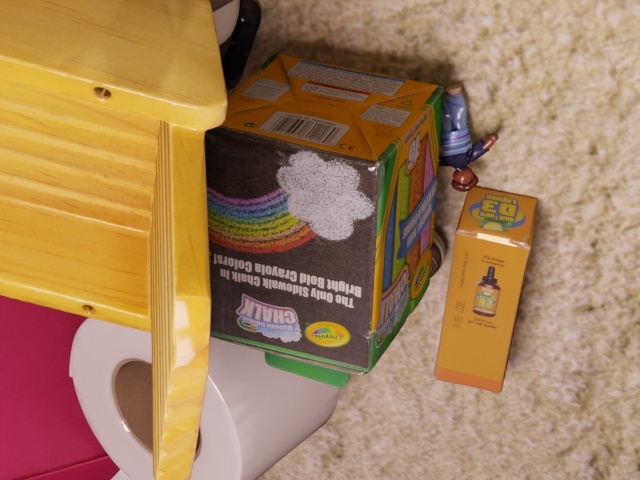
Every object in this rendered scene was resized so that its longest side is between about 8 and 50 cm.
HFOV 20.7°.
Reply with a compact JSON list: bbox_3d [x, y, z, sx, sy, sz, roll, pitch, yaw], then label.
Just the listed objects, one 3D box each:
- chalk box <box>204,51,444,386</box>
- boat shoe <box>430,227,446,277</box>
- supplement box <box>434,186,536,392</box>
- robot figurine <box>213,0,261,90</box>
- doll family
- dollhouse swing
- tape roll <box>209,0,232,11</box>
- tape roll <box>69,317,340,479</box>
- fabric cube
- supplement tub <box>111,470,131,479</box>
[{"bbox_3d":[-0.001,-0.001,1.648,0.180,0.179,0.289,14,123,17],"label":"chalk box"},{"bbox_3d":[-0.001,0.005,1.825,0.257,0.095,0.095,15,137,6],"label":"boat shoe"},{"bbox_3d":[0.171,0.054,1.825,0.078,0.080,0.233,13,138,7],"label":"supplement box"},{"bbox_3d":[-0.180,-0.174,1.650,0.174,0.209,0.278,31,131,7],"label":"robot figurine"},{"bbox_3d":[0.075,-0.089,1.714,0.193,0.076,0.111,-2,114,29],"label":"doll family"},{"bbox_3d":[-0.220,0.000,1.464,0.315,0.305,0.347,14,146,0],"label":"dollhouse swing"},{"bbox_3d":[-0.137,-0.293,1.483,0.072,0.219,0.219,-23,122,39],"label":"tape roll"},{"bbox_3d":[-0.123,0.144,1.875,0.246,0.169,0.246,24,131,32],"label":"tape roll"},{"bbox_3d":[-0.400,0.207,1.998,0.258,0.254,0.259,-47,63,45],"label":"fabric cube"},{"bbox_3d":[-0.187,0.280,2.138,0.200,0.144,0.144,19,137,2],"label":"supplement tub"}]
